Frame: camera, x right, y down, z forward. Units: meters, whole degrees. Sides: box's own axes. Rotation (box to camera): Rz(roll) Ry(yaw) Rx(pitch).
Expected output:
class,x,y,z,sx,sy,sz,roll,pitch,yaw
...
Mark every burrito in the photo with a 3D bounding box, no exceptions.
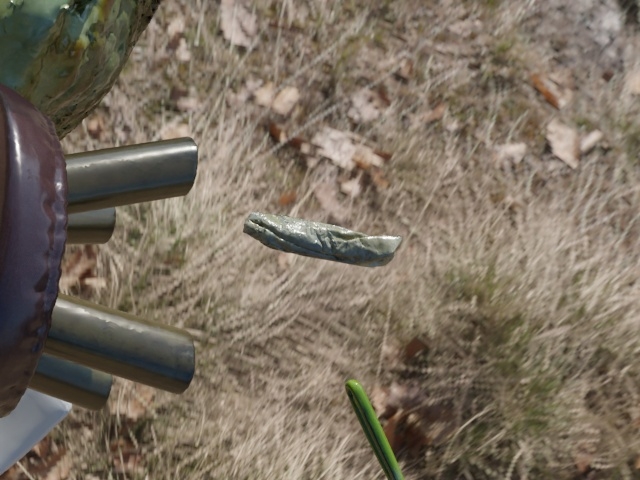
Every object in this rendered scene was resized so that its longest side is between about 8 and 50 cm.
class,x,y,z,sx,sy,sz,roll,pitch,yaw
burrito,0.000,0.000,1.762,0.229,0.063,0.058,8,99,-10

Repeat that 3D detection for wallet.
class,x,y,z,sx,sy,sz,roll,pitch,yaw
wallet,-0.461,0.276,1.832,0.190,0.033,0.095,-44,85,5

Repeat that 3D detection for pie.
class,x,y,z,sx,sy,sz,roll,pitch,yaw
pie,-0.292,-0.188,1.205,0.180,0.395,0.418,37,25,-11

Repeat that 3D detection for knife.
class,x,y,z,sx,sy,sz,roll,pitch,yaw
knife,0.064,0.200,1.035,0.026,0.022,0.184,-28,94,-37

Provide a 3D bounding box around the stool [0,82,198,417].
class,x,y,z,sx,sy,sz,roll,pitch,yaw
stool,-0.219,0.022,0.969,0.178,0.272,0.272,10,66,-34
